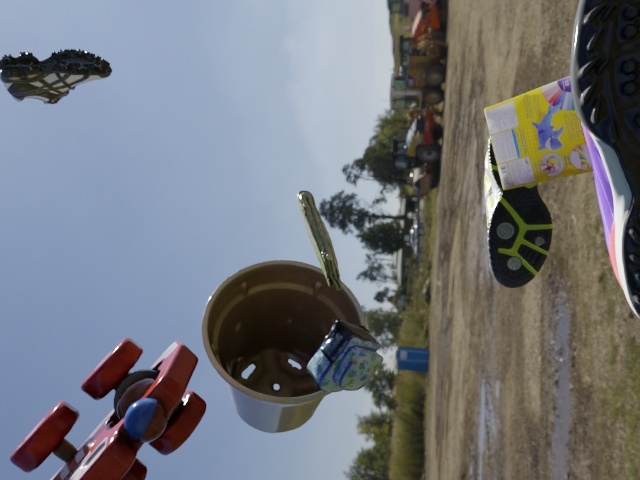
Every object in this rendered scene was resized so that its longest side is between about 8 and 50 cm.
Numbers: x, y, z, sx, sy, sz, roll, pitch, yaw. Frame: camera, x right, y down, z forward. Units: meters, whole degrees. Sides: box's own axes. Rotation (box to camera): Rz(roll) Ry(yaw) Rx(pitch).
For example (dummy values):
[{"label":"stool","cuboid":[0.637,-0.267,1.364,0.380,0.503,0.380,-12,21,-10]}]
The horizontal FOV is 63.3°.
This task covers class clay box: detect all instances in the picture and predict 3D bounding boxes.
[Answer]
[{"label":"clay box","cuboid":[0.336,-0.152,0.694,0.053,0.222,0.128,-17,-86,-35]}]

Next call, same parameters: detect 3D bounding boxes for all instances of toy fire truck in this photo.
[{"label":"toy fire truck","cuboid":[-0.276,0.271,0.699,0.302,0.169,0.254,-48,13,-17]}]

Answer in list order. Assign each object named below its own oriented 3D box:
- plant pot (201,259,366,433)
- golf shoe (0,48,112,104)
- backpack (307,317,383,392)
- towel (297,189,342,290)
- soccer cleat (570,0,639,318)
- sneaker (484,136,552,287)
[{"label":"plant pot","cuboid":[-0.089,0.265,1.159,0.305,0.333,0.334,101,-179,-49]},{"label":"golf shoe","cuboid":[-0.511,-0.317,1.016,0.094,0.198,0.077,107,148,-49]},{"label":"backpack","cuboid":[0.040,0.204,0.874,0.114,0.084,0.105,-52,-40,10]},{"label":"towel","cuboid":[0.000,0.000,0.837,0.110,0.027,0.148,78,171,-57]},{"label":"soccer cleat","cuboid":[0.274,-0.083,0.438,0.116,0.108,0.318,-40,-64,-68]},{"label":"sneaker","cuboid":[0.469,-0.078,1.249,0.147,0.145,0.385,19,-107,-76]}]
